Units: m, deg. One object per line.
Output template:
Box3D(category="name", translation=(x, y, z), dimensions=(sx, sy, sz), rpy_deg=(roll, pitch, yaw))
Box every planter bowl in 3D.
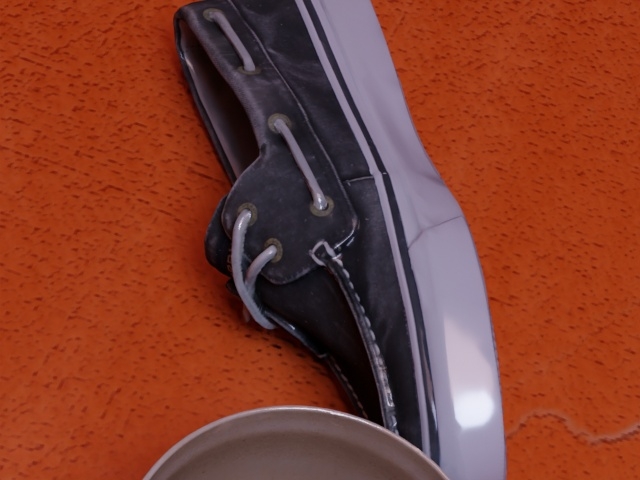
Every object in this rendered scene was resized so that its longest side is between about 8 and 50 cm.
Box3D(category="planter bowl", translation=(-0.014, 0.168, 0.781), dimensions=(0.162, 0.109, 0.162), rpy_deg=(6, 55, -9))

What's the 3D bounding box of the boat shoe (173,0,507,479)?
Box3D(category="boat shoe", translation=(0.000, 0.000, 0.908), dimensions=(0.119, 0.121, 0.335), rpy_deg=(-11, 49, -10))
